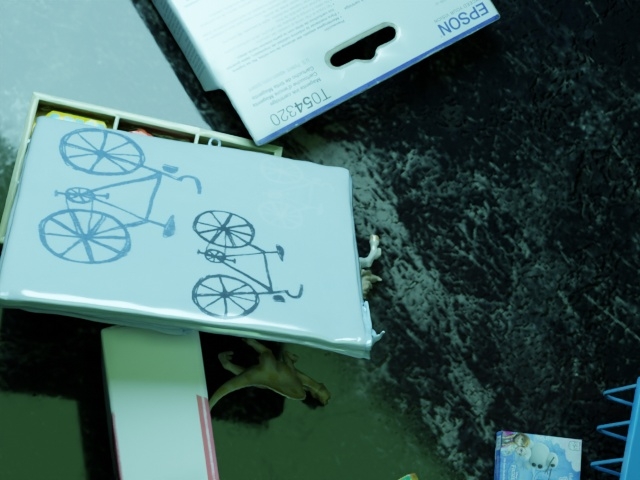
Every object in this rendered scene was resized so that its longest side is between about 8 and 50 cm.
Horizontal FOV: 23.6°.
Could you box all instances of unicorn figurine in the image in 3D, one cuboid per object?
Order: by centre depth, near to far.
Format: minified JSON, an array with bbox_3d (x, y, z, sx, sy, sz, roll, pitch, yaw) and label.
[{"bbox_3d":[0.000,0.000,1.577,0.162,0.060,0.111,42,45,-5],"label":"unicorn figurine"}]

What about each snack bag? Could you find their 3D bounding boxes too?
[{"bbox_3d":[-0.121,-0.008,1.444,0.342,0.037,0.323,8,32,-9],"label":"snack bag"}]

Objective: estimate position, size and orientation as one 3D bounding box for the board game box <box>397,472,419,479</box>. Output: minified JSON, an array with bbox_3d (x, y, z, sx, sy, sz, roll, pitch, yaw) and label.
[{"bbox_3d":[0.098,0.373,1.504,0.124,0.039,0.259,-30,80,12],"label":"board game box"}]

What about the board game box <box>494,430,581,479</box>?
[{"bbox_3d":[0.227,0.249,1.606,0.090,0.020,0.090,8,75,-11],"label":"board game box"}]

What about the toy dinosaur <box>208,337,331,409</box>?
[{"bbox_3d":[-0.057,0.130,1.524,0.183,0.053,0.092,6,31,-48],"label":"toy dinosaur"}]

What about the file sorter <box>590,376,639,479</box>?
[{"bbox_3d":[0.344,0.242,1.585,0.118,0.104,0.170,18,74,-15],"label":"file sorter"}]

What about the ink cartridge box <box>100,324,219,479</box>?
[{"bbox_3d":[-0.155,0.169,1.442,0.092,0.218,0.158,-7,78,-8],"label":"ink cartridge box"}]

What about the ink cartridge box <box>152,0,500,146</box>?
[{"bbox_3d":[-0.023,-0.304,1.666,0.324,0.071,0.330,-29,87,-18],"label":"ink cartridge box"}]

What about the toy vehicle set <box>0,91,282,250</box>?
[{"bbox_3d":[-0.185,-0.044,1.583,0.267,0.035,0.166,12,74,-9],"label":"toy vehicle set"}]
